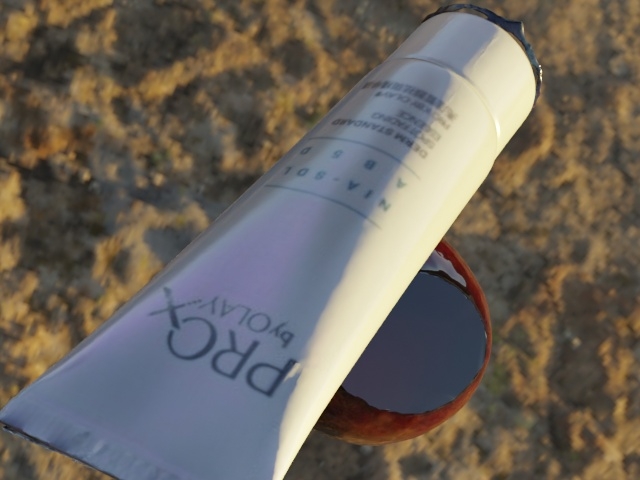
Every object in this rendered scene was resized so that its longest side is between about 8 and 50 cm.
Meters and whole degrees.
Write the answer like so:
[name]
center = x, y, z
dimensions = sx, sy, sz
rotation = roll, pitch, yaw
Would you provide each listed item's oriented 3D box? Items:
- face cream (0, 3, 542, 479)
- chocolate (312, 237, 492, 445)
[face cream]
center = 0.000, 0.000, 0.518
dimensions = 0.092, 0.058, 0.244
rotation = 20, 46, 24
[chocolate]
center = 0.023, 0.054, 0.981
dimensions = 0.176, 0.177, 0.177
rotation = 13, 51, -16
